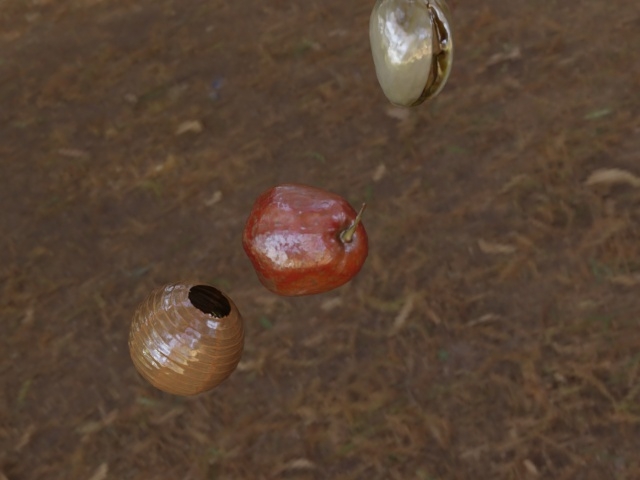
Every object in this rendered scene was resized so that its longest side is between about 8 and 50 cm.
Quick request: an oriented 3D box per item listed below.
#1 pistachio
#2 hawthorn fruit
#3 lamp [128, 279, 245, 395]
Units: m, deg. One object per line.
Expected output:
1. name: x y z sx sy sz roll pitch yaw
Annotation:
1. pistachio: 0.105 -0.232 1.392 0.113 0.149 0.113 4 19 -1
2. hawthorn fruit: 0.000 0.000 1.566 0.203 0.163 0.163 1 43 39
3. lamp: -0.154 0.112 1.350 0.136 0.136 0.136 -17 36 13
